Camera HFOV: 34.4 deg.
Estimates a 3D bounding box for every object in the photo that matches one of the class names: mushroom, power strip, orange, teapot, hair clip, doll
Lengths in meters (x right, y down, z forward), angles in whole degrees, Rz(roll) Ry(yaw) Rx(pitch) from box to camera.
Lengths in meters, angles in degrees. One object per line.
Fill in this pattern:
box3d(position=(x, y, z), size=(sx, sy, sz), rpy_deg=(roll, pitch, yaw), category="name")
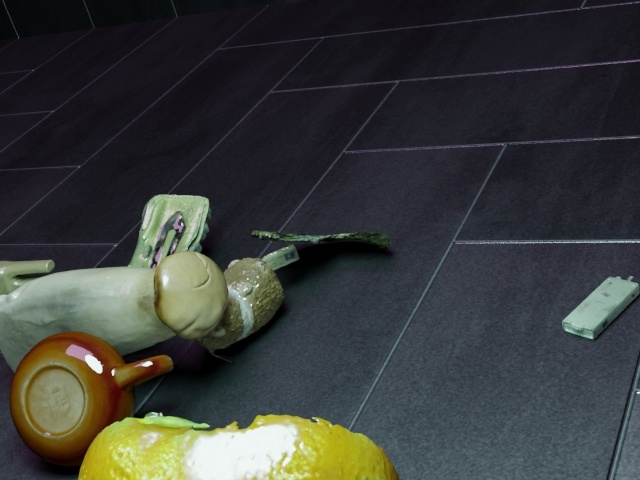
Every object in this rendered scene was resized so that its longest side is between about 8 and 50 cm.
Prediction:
box3d(position=(-0.321, 0.103, 1.485), size=(0.407, 0.154, 0.137), rpy_deg=(-19, 11, 30), category="mushroom")
box3d(position=(0.378, 0.085, 1.376), size=(0.136, 0.019, 0.051), rpy_deg=(-36, 32, -32), category="power strip")
box3d(position=(-0.091, 0.289, 1.011), size=(0.335, 0.262, 0.196), rpy_deg=(1, 28, 19), category="orange")
box3d(position=(-0.308, 0.204, 1.401), size=(0.252, 0.178, 0.135), rpy_deg=(-22, -6, 14), category="teapot")
box3d(position=(-0.268, 0.052, 1.722), size=(0.138, 0.091, 0.321), rpy_deg=(3, 45, 18), category="hair clip")
box3d(position=(-0.118, 0.082, 1.553), size=(0.105, 0.115, 0.221), rpy_deg=(-6, 30, 40), category="doll")

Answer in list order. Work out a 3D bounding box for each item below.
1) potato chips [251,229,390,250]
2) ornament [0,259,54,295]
box3d(position=(0.000, -0.004, 1.645), size=(0.220, 0.029, 0.202), rpy_deg=(3, -3, 0), category="potato chips")
box3d(position=(-0.616, 0.117, 1.817), size=(0.245, 0.061, 0.230), rpy_deg=(-3, 33, 22), category="ornament")
